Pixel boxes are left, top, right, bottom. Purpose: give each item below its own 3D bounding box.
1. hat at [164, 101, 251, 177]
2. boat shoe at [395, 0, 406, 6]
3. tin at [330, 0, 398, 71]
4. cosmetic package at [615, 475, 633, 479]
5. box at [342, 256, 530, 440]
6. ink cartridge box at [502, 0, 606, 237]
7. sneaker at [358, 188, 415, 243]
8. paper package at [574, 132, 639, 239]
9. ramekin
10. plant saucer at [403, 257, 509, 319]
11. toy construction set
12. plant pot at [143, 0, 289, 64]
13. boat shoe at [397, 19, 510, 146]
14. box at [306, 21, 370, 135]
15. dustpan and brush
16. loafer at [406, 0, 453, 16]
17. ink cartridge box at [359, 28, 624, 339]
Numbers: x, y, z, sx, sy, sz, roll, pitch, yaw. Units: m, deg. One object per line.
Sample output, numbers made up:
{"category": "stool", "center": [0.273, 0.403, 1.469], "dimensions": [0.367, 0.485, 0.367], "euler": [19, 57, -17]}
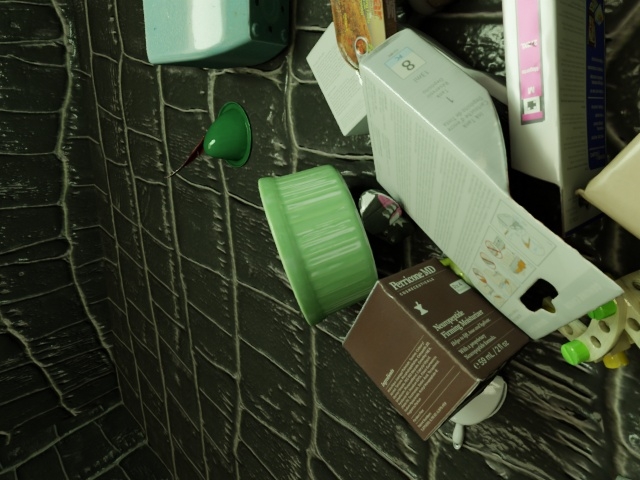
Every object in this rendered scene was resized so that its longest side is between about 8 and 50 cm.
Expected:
{"category": "hat", "center": [-0.312, -0.271, 1.177], "dimensions": [0.173, 0.184, 0.208], "euler": [20, 116, 43]}
{"category": "boat shoe", "center": [0.036, -0.503, 0.779], "dimensions": [0.302, 0.098, 0.109], "euler": [42, 130, 32]}
{"category": "tin", "center": [0.063, -0.350, 0.635], "dimensions": [0.106, 0.040, 0.189], "euler": [30, 141, 46]}
{"category": "cosmetic package", "center": [0.493, 0.409, 0.535], "dimensions": [0.238, 0.127, 0.107], "euler": [1, 102, 50]}
{"category": "box", "center": [0.181, 0.167, 0.703], "dimensions": [0.203, 0.169, 0.166], "euler": [45, 132, 29]}
{"category": "ink cartridge box", "center": [0.294, -0.200, 0.526], "dimensions": [0.069, 0.176, 0.370], "euler": [0, 102, 48]}
{"category": "sneaker", "center": [0.109, -0.053, 0.797], "dimensions": [0.072, 0.178, 0.077], "euler": [-36, 59, 10]}
{"category": "paper package", "center": [0.483, -0.065, 0.365], "dimensions": [0.324, 0.168, 0.309], "euler": [49, 134, 27]}
{"category": "ramekin", "center": [0.000, 0.000, 0.845], "dimensions": [0.303, 0.148, 0.303], "euler": [160, 90, -89]}
{"category": "plant saucer", "center": [0.239, 0.129, 0.792], "dimensions": [0.188, 0.045, 0.188], "euler": [-23, 84, 49]}
{"category": "toy construction set", "center": [0.420, 0.163, 0.496], "dimensions": [0.327, 0.151, 0.215], "euler": [50, 161, 24]}
{"category": "plant pot", "center": [-0.208, -0.515, 0.956], "dimensions": [0.253, 0.247, 0.247], "euler": [13, 112, 26]}
{"category": "boat shoe", "center": [0.186, -0.254, 0.679], "dimensions": [0.302, 0.114, 0.091], "euler": [48, 127, 28]}
{"category": "box", "center": [0.077, -0.288, 0.777], "dimensions": [0.091, 0.130, 0.170], "euler": [-36, 74, 49]}
{"category": "dustpan and brush", "center": [0.268, 0.319, 0.821], "dimensions": [0.147, 0.060, 0.211], "euler": [14, 106, 35]}
{"category": "loafer", "center": [0.173, -0.530, 0.609], "dimensions": [0.130, 0.134, 0.365], "euler": [2, 114, 45]}
{"category": "ink cartridge box", "center": [0.215, -0.058, 0.597], "dimensions": [0.385, 0.091, 0.308], "euler": [50, 175, 23]}
